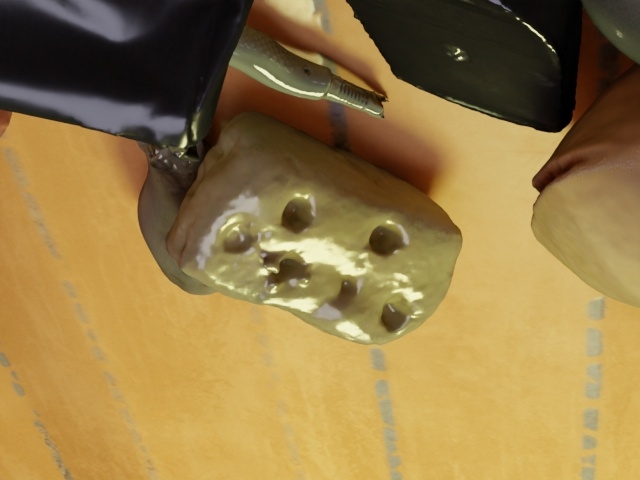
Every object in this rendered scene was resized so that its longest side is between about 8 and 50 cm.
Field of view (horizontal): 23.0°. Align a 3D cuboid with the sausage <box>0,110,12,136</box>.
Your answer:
[{"bbox_3d":[-0.365,-0.162,1.236,0.152,0.152,0.279,-14,139,31],"label":"sausage"}]

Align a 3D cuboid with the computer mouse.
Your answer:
[{"bbox_3d":[0.111,-0.172,1.141,0.168,0.087,0.295,21,169,17],"label":"computer mouse"}]

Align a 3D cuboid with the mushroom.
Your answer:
[{"bbox_3d":[-0.120,-0.036,1.408,0.116,0.093,0.225,25,154,15],"label":"mushroom"}]

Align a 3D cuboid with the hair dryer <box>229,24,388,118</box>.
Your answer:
[{"bbox_3d":[-0.108,-0.136,1.275,0.229,0.092,0.267,-13,147,32],"label":"hair dryer"}]

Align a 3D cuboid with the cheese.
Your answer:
[{"bbox_3d":[0.001,0.001,1.373,0.263,0.093,0.159,21,114,-31],"label":"cheese"}]

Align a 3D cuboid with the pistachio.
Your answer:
[{"bbox_3d":[0.260,-0.039,1.182,0.214,0.193,0.318,2,169,-13],"label":"pistachio"}]

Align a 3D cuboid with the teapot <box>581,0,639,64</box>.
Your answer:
[{"bbox_3d":[0.266,-0.225,0.974,0.184,0.183,0.250,12,134,-3],"label":"teapot"}]

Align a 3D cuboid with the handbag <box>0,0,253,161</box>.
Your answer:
[{"bbox_3d":[-0.181,-0.215,1.049,0.302,0.178,0.275,11,115,-3],"label":"handbag"}]
